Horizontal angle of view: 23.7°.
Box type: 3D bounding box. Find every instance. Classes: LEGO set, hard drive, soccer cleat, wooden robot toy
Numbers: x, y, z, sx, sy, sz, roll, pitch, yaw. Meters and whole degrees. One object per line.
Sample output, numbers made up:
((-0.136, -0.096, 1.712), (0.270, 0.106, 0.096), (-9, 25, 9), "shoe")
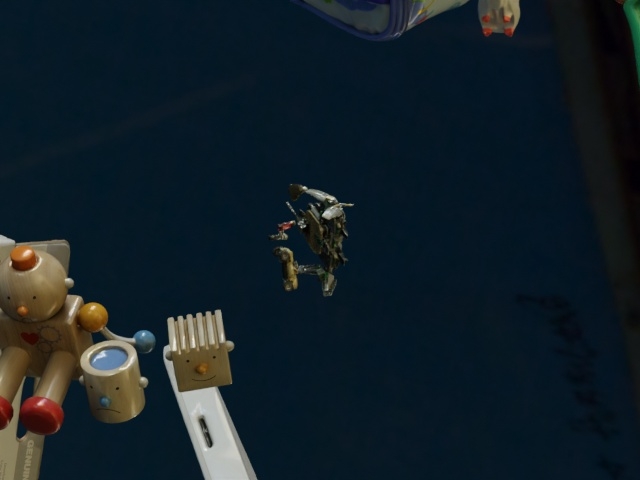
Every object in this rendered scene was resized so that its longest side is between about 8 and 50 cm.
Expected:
((-0.001, -0.002, 0.728), (0.023, 0.083, 0.054), (-11, -84, -20), "LEGO set")
((-0.094, 0.290, 1.751), (0.047, 0.233, 0.353), (-21, -32, -4), "hard drive")
((0.208, -0.315, 1.774), (0.196, 0.068, 0.076), (82, -166, -62), "soccer cleat")
((-0.132, 0.042, 0.738), (0.076, 0.173, 0.079), (-76, -15, -53), "wooden robot toy")

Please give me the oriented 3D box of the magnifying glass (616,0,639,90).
((0.130, -0.070, 0.531), (0.092, 0.231, 0.026), (-41, -22, 30), "magnifying glass")

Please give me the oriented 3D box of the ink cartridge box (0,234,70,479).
((-0.365, 0.135, 1.279), (0.272, 0.130, 0.309), (-2, -74, -53), "ink cartridge box")

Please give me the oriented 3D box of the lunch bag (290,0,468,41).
((-0.004, -0.217, 0.853), (0.090, 0.219, 0.176), (-29, -44, -31), "lunch bag")
